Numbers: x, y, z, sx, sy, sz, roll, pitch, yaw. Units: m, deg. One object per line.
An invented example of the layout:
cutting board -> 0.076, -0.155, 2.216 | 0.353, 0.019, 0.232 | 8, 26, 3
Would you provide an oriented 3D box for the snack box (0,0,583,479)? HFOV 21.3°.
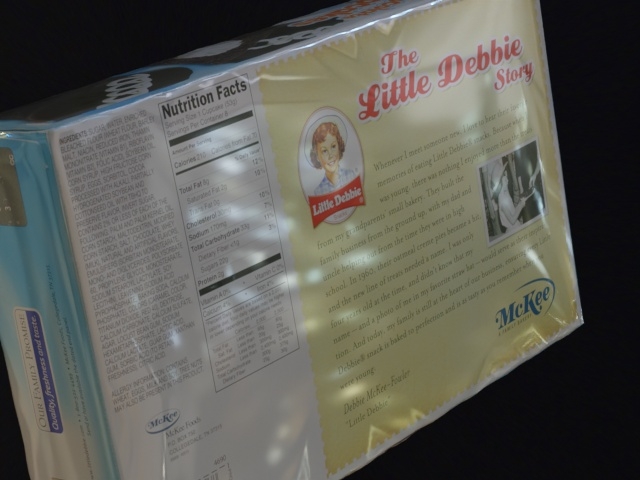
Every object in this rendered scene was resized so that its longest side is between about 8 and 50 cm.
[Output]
snack box -> 0.000, 0.000, 0.741 | 0.322, 0.060, 0.187 | -25, -69, -46
